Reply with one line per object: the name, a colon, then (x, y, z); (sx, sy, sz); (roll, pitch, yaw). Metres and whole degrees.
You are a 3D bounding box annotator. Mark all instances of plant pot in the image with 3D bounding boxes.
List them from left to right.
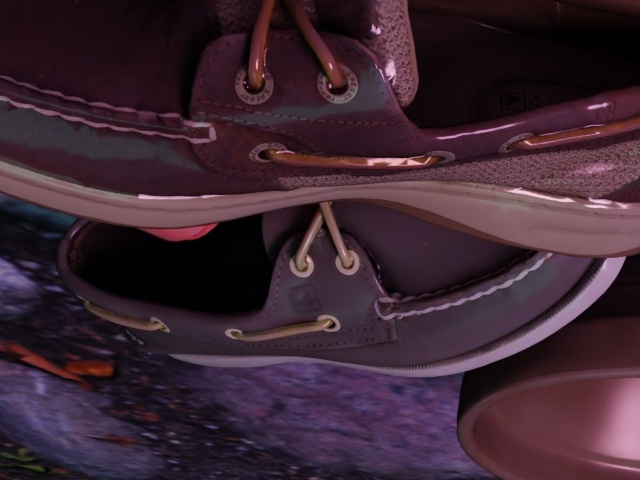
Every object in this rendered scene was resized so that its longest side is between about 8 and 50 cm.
plant pot: (0.192, 0.061, 0.847); (0.237, 0.110, 0.237); (6, 155, 3)

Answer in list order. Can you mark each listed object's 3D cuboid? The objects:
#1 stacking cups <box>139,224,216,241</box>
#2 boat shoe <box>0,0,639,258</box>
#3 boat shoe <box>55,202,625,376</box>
stacking cups: (-0.162, -0.082, 0.668); (0.316, 0.096, 0.096); (22, 152, -36)
boat shoe: (0.003, -0.075, 0.604); (0.342, 0.123, 0.123); (10, 148, -14)
boat shoe: (-0.001, 0.004, 0.778); (0.305, 0.109, 0.091); (-9, 156, 40)
